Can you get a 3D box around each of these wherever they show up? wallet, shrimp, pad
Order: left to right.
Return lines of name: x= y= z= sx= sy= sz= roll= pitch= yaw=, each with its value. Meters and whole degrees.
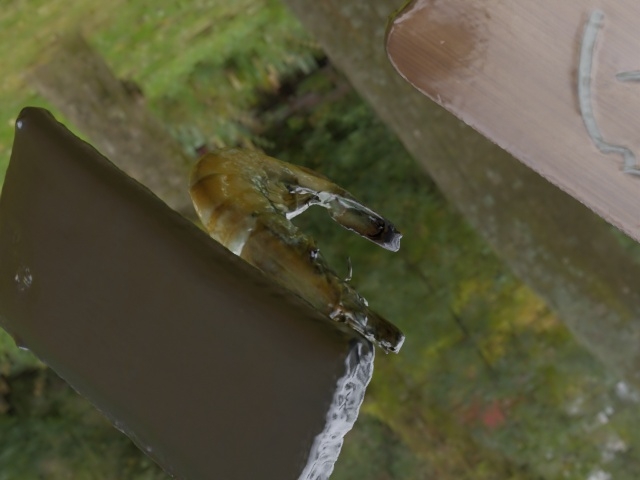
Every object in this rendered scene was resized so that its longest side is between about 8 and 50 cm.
wallet: x=-0.096 y=0.047 z=0.866 sx=0.030 sy=0.285 sz=0.146 roll=-11 pitch=128 yaw=-50
shrimp: x=0.000 y=0.000 z=1.131 sx=0.150 sy=0.217 sz=0.051 roll=-18 pitch=146 yaw=-50
pad: x=0.206 y=-0.088 z=0.727 sx=0.284 sy=0.286 sz=0.018 roll=-42 pitch=-161 yaw=48
